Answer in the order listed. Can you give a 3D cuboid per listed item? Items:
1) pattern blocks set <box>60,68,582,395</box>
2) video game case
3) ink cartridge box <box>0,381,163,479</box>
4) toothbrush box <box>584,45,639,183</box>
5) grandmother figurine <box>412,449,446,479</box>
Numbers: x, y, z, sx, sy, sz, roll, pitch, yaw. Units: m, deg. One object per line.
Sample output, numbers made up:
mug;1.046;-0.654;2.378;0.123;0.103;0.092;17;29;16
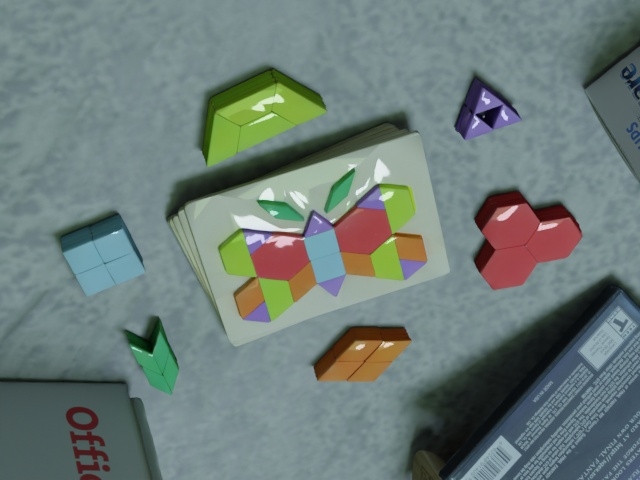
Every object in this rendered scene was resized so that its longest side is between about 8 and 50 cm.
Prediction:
pattern blocks set;0.000;0.000;1.297;0.325;0.026;0.285;-29;130;8
video game case;0.249;0.196;1.428;0.274;0.026;0.196;44;84;-17
ink cartridge box;-0.298;0.236;1.229;0.385;0.279;0.160;2;126;-19
toothbrush box;0.367;-0.101;1.261;0.295;0.126;0.216;-41;128;15
grandmother figurine;0.245;0.200;1.491;0.342;0.104;0.208;-4;114;-17
